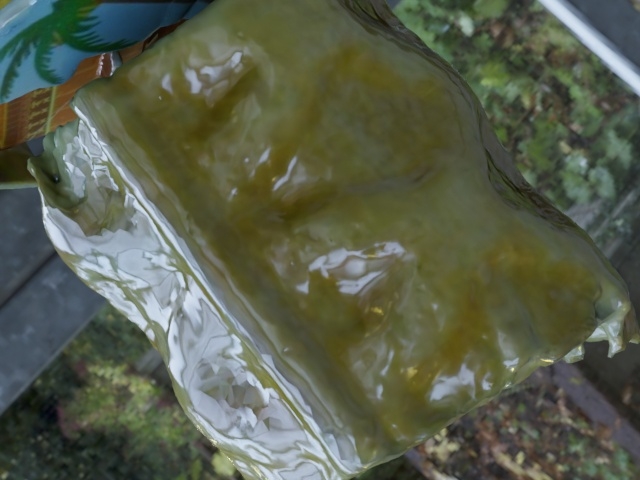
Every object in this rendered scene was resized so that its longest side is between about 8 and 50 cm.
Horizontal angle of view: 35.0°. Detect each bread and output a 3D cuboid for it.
[{"bbox_3d":[-0.003,0.002,0.534,0.252,0.238,0.196,60,176,4],"label":"bread"}]

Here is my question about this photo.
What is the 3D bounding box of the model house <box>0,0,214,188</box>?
[{"bbox_3d":[-0.175,-0.193,0.557,0.300,0.323,0.340,57,153,10],"label":"model house"}]
